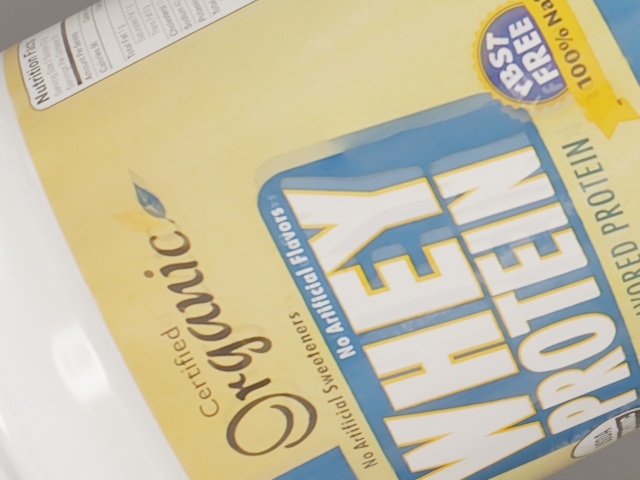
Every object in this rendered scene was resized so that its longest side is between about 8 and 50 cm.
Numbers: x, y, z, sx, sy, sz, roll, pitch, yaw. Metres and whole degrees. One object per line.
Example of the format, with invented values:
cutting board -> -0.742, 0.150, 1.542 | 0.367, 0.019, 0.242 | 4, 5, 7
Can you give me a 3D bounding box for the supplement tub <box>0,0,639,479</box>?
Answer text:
supplement tub -> 0.000, 0.000, 0.400 | 0.199, 0.144, 0.144 | -28, 141, 0
